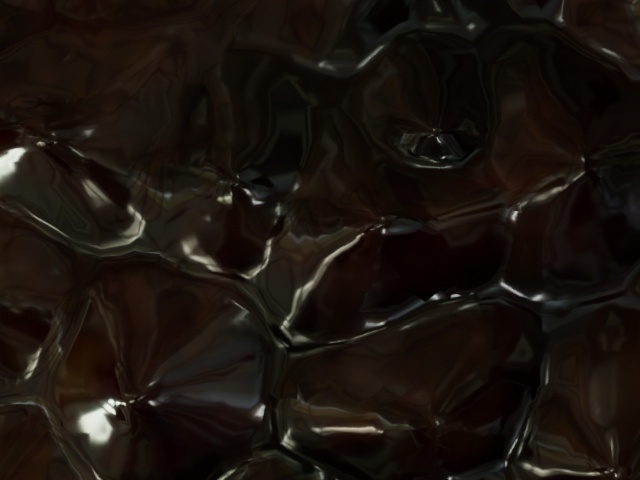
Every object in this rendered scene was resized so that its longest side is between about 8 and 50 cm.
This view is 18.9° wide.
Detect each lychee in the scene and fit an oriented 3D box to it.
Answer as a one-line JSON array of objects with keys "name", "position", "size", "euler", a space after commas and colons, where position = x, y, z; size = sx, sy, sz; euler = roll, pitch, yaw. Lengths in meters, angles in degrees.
[{"name": "lychee", "position": [0.000, 0.000, 0.601], "size": [0.425, 0.424, 0.500], "euler": [-5, -179, -44]}]
